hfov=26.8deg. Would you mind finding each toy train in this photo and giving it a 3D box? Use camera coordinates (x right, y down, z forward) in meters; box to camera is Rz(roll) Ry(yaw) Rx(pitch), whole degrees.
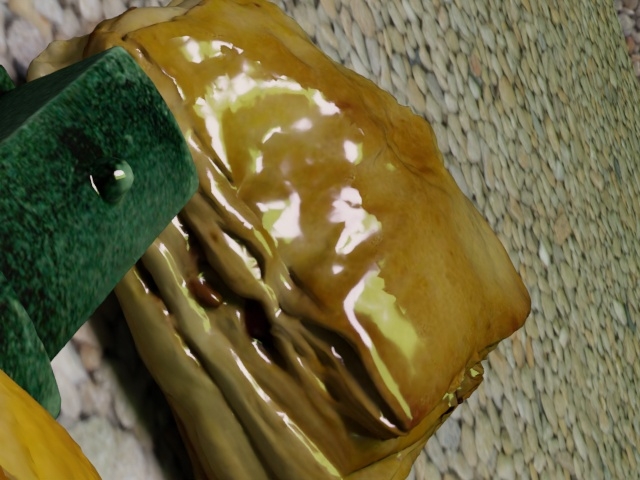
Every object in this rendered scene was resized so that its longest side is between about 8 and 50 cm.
[{"bbox_3d":[-0.169,0.023,0.573,0.138,0.178,0.330,62,31,-19],"label":"toy train"}]

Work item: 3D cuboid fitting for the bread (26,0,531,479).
[{"bbox_3d":[0.000,0.000,0.887,0.314,0.191,0.370,-34,104,-61],"label":"bread"}]

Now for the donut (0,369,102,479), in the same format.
[{"bbox_3d":[-0.183,0.129,0.398,0.303,0.303,0.110,60,10,-23],"label":"donut"}]
